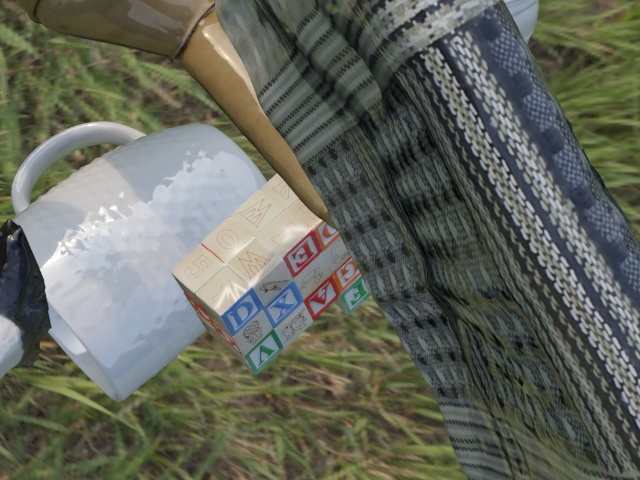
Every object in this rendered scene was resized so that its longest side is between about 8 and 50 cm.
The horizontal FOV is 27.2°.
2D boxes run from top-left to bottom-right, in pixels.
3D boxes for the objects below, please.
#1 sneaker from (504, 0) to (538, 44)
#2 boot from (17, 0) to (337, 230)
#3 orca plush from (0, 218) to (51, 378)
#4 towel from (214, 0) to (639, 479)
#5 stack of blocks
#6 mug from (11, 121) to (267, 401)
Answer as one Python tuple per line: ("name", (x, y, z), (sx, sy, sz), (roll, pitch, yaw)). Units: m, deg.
("sneaker", (0.081, -0.141, 1.011), (0.212, 0.080, 0.094), (-21, 133, -20))
("boot", (-0.069, -0.121, 1.015), (0.269, 0.089, 0.236), (49, 33, 15))
("orca plush", (-0.241, 0.070, 0.569), (0.102, 0.151, 0.287), (40, 54, 7))
("towel", (0.044, 0.005, 0.501), (0.056, 0.324, 0.312), (-31, 94, -6))
("stack of blocks", (0.000, 0.000, 1.406), (0.297, 0.087, 0.171), (-43, 146, -14))
("mug", (-0.262, -0.022, 1.788), (0.328, 0.374, 0.276), (-40, 151, -17))
